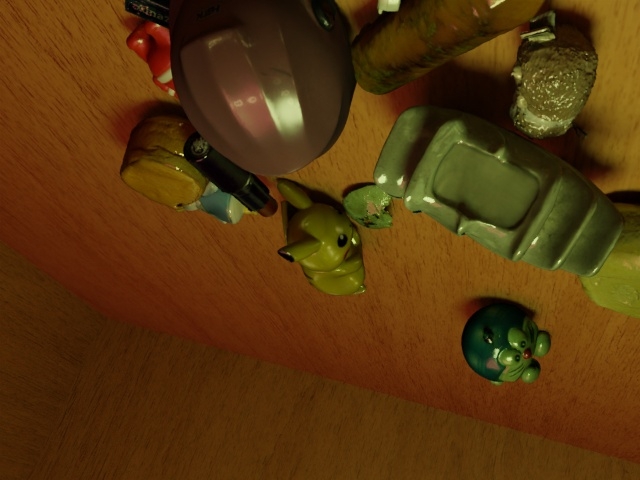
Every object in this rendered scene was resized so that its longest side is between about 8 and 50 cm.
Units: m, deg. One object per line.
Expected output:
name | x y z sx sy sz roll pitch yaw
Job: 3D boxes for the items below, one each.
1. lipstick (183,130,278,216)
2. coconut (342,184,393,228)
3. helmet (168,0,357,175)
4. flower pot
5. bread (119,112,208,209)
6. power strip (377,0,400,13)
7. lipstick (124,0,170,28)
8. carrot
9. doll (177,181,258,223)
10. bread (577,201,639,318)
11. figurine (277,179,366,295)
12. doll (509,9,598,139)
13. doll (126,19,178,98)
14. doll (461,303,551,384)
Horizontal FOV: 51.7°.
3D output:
lipstick | -0.174 -0.128 1.372 0.081 0.081 0.299 6 161 29
coconut | 0.104 -0.065 1.439 0.133 0.055 0.158 7 153 24
helmet | -0.094 -0.233 0.964 0.271 0.197 0.338 -10 138 25
flower pot | 0.274 -0.076 0.991 0.367 0.164 0.254 28 -164 14
bread | -0.323 -0.173 1.426 0.195 0.142 0.269 26 158 -22
power strip | 0.091 -0.352 0.769 0.030 0.047 0.191 10 139 3
lipstick | -0.150 -0.331 1.045 0.312 0.051 0.051 21 152 -9
carrot | 0.154 -0.283 0.846 0.114 0.114 0.302 31 157 -24
doll | -0.272 -0.101 1.608 0.241 0.099 0.135 15 179 16
bread | 0.586 0.036 1.158 0.270 0.148 0.270 19 154 10
figurine | 0.003 0.003 1.529 0.169 0.218 0.327 -15 148 8
doll | 0.302 -0.221 0.865 0.115 0.105 0.221 20 156 28
doll | -0.183 -0.266 1.177 0.336 0.105 0.200 41 149 -25
doll | 0.475 0.274 1.718 0.186 0.198 0.322 20 170 33
